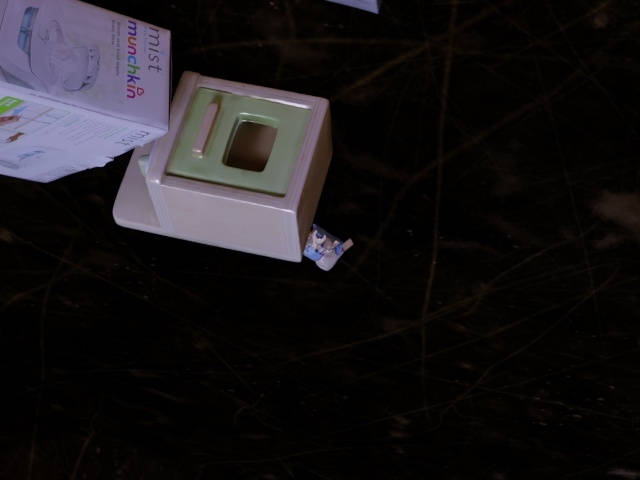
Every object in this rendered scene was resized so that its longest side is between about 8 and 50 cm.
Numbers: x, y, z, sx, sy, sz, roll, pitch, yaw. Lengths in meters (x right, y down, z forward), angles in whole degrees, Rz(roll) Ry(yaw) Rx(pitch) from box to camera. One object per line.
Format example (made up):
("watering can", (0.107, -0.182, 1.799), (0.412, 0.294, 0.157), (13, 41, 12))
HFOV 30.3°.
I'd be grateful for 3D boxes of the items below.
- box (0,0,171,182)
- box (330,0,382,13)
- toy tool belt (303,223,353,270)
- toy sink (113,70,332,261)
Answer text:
("box", (-0.326, -0.161, 1.273), (0.231, 0.127, 0.262), (10, 162, -41))
("box", (-0.003, -0.247, 1.000), (0.126, 0.072, 0.137), (14, -174, 2))
("toy tool belt", (0.000, 0.000, 1.581), (0.083, 0.052, 0.051), (30, 119, -33))
("toy sink", (-0.117, -0.091, 1.342), (0.234, 0.153, 0.131), (12, 153, 9))
